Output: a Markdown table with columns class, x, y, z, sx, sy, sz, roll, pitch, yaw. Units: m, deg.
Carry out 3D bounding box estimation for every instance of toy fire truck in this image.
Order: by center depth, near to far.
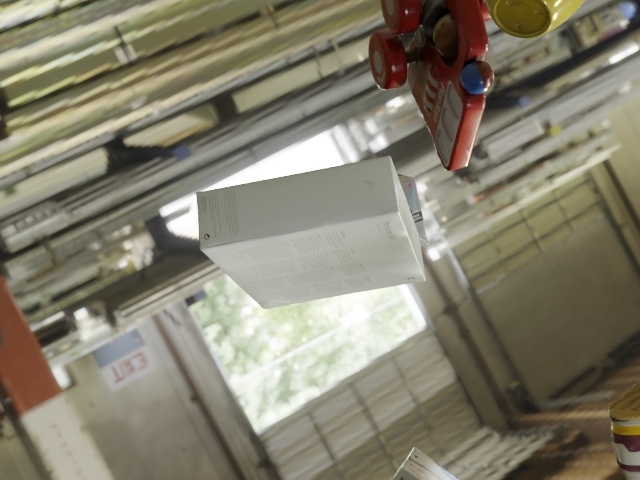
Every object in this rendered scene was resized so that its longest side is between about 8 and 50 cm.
| class | x | y | z | sx | sy | sz | roll | pitch | yaw |
| --- | --- | --- | --- | --- | --- | --- | --- | --- | --- |
| toy fire truck | 0.204 | -0.291 | 1.714 | 0.170 | 0.253 | 0.302 | -12 | 147 | -15 |

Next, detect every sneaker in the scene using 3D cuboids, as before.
| class | x | y | z | sx | sy | sz | roll | pitch | yaw |
| --- | --- | --- | --- | --- | --- | --- | --- | --- | --- |
| sneaker | 0.331 | 0.189 | 1.062 | 0.070 | 0.083 | 0.186 | -4 | -178 | 38 |

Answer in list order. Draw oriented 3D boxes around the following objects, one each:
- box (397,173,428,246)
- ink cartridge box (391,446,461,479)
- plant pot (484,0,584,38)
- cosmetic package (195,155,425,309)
| class | x | y | z | sx | sy | sz | roll | pitch | yaw |
| --- | --- | --- | --- | --- | --- | --- | --- | --- | --- |
| box | 0.051 | -0.032 | 2.027 | 0.247 | 0.142 | 0.163 | -20 | -163 | -20 |
| ink cartridge box | 0.168 | 0.412 | 1.775 | 0.060 | 0.104 | 0.180 | -56 | 171 | 10 |
| plant pot | 0.232 | -0.280 | 1.193 | 0.134 | 0.134 | 0.095 | -26 | -147 | 51 |
| cosmetic package | 0.000 | 0.000 | 1.659 | 0.285 | 0.097 | 0.377 | -8 | 162 | 8 |
